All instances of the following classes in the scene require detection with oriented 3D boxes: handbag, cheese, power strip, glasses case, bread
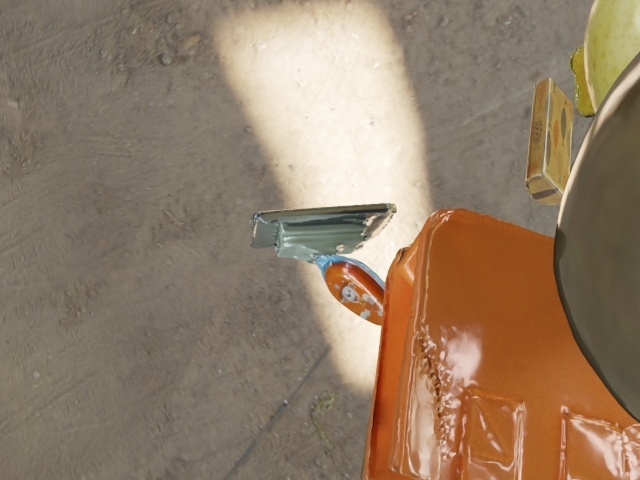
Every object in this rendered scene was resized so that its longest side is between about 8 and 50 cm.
[{"bbox_3d":[0.256,0.154,0.784,0.410,0.116,0.304,17,61,-12],"label":"handbag"},{"bbox_3d":[0.094,0.104,1.094,0.256,0.106,0.037,41,57,3],"label":"cheese"},{"bbox_3d":[0.000,0.000,1.155,0.213,0.198,0.065,-3,77,-4],"label":"power strip"},{"bbox_3d":[0.300,-0.131,1.022,0.064,0.041,0.170,37,53,-32],"label":"glasses case"},{"bbox_3d":[0.457,-0.260,1.191,0.069,0.140,0.128,-10,87,-29],"label":"bread"}]

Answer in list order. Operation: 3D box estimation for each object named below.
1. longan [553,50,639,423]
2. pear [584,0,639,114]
[{"bbox_3d":[0.235,-0.008,0.342,0.258,0.258,0.258,-2,95,-22],"label":"longan"},{"bbox_3d":[0.420,-0.172,0.678,0.348,0.348,0.348,-2,95,-22],"label":"pear"}]
